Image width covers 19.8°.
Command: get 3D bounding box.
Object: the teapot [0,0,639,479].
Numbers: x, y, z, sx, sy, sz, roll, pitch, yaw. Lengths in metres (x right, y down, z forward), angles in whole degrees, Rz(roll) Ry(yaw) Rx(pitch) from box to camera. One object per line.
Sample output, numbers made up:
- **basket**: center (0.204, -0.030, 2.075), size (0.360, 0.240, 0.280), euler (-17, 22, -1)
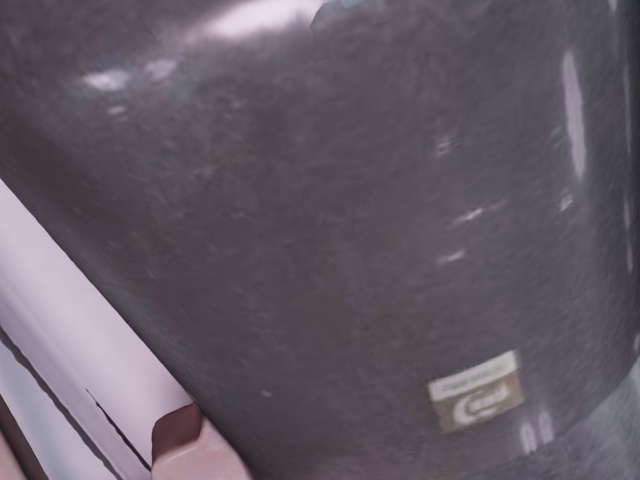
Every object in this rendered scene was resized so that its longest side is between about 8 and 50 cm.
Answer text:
- **teapot**: center (0.000, 0.000, 0.658), size (0.300, 0.253, 0.344), euler (-19, 114, 7)
